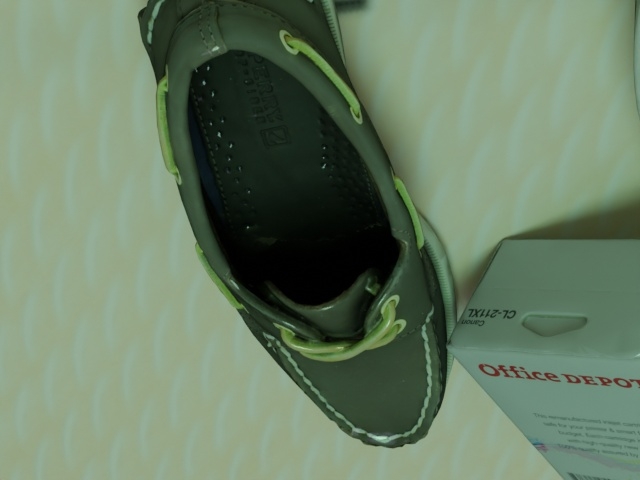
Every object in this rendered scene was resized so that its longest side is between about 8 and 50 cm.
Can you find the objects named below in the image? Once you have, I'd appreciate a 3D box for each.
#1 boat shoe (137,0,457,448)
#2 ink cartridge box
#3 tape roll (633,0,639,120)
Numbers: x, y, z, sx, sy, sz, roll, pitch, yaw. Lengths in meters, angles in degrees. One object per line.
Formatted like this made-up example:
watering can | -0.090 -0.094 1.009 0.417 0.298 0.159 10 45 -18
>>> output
boat shoe | -0.004 0.001 0.690 0.109 0.091 0.305 -14 128 10
ink cartridge box | 0.167 0.078 0.735 0.127 0.072 0.175 0 141 47
tape roll | 0.320 -0.093 0.583 0.391 0.072 0.392 7 136 7
